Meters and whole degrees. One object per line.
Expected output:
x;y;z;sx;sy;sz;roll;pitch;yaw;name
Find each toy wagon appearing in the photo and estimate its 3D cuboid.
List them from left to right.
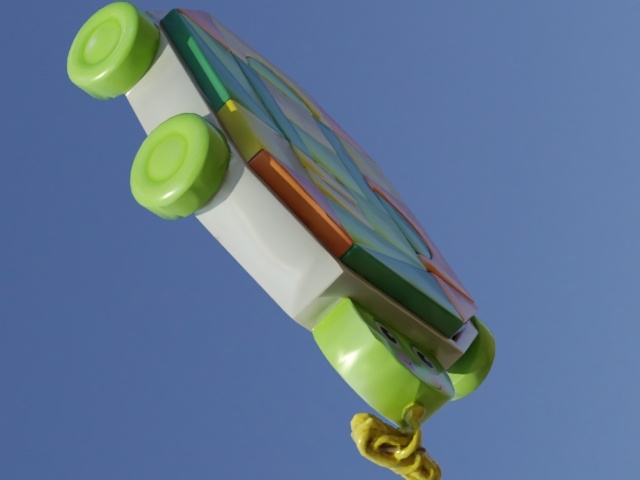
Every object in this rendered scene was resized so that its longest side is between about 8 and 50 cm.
0.000;0.000;1.077;0.068;0.344;0.267;-45;-48;11;toy wagon
